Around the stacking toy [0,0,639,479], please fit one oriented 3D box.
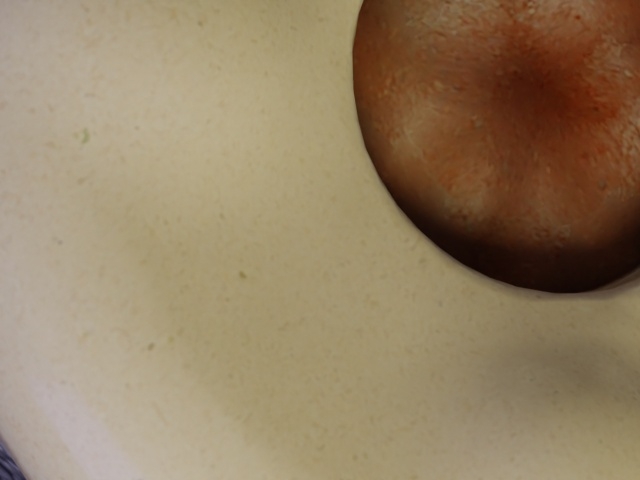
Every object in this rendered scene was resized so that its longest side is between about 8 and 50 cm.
[{"bbox_3d":[0.000,0.000,0.692,0.350,0.350,0.480,43,159,-5],"label":"stacking toy"}]
